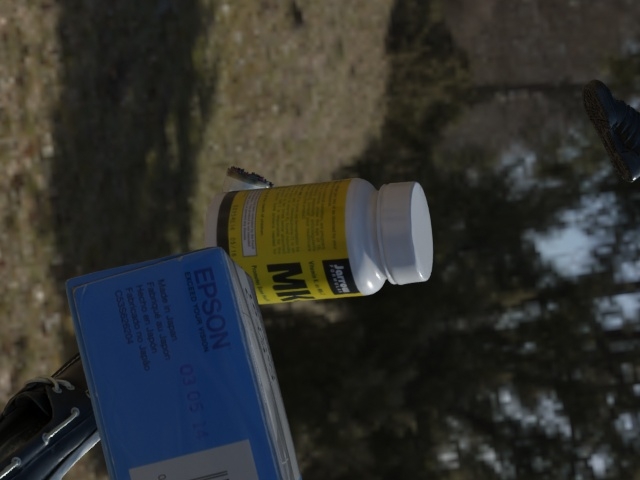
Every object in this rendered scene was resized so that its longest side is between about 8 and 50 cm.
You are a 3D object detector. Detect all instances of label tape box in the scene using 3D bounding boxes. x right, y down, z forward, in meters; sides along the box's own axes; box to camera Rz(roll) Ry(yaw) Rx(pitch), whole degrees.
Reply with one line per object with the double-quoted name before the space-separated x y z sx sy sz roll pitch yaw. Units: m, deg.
"label tape box" -0.073 0.143 1.037 0.333 0.106 0.240 75 0 -84

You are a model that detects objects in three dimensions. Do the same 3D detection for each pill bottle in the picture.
"pill bottle" 0.000 0.000 1.461 0.119 0.209 0.119 -6 90 -74

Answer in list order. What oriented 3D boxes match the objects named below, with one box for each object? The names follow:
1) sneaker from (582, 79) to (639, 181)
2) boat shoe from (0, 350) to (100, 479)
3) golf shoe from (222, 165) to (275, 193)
"sneaker" 0.393 -0.141 1.818 0.170 0.089 0.051 62 -12 -20
"boat shoe" -0.315 0.208 1.671 0.091 0.114 0.302 61 39 -29
"golf shoe" -0.095 -0.033 1.898 0.186 0.068 0.086 75 36 -69
